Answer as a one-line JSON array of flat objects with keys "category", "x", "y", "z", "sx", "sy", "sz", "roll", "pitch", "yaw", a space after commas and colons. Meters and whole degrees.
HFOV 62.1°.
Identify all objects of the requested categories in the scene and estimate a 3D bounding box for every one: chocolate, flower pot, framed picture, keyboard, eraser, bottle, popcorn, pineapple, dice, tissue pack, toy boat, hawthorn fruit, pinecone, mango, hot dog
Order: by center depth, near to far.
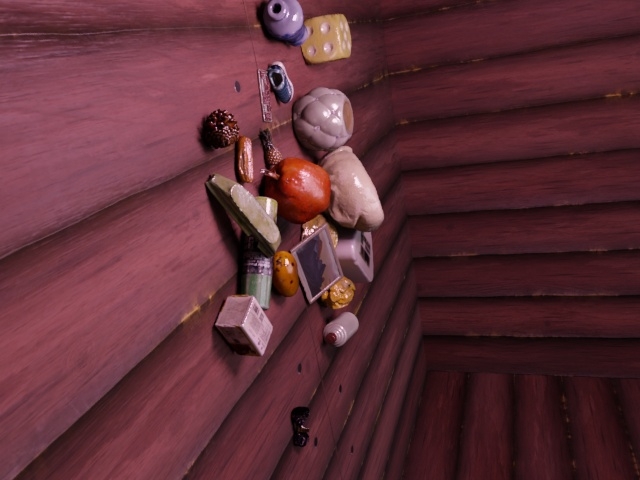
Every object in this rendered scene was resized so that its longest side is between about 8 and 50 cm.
[{"category": "pinecone", "x": -0.263, "y": -0.298, "z": 1.426, "sx": 0.109, "sy": 0.102, "sz": 0.102, "roll": -87, "pitch": 161, "yaw": -44}, {"category": "tissue pack", "x": -0.210, "y": 0.236, "z": 1.471, "sx": 0.149, "sy": 0.099, "sz": 0.106, "roll": 67, "pitch": 31, "yaw": -42}, {"category": "toy boat", "x": -0.200, "y": -0.071, "z": 1.473, "sx": 0.293, "sy": 0.055, "sz": 0.093, "roll": 51, "pitch": 47, "yaw": -28}, {"category": "bottle", "x": -0.184, "y": 0.039, "z": 1.578, "sx": 0.093, "sy": 0.093, "sz": 0.330, "roll": 35, "pitch": 55, "yaw": -64}, {"category": "hot dog", "x": -0.227, "y": -0.242, "z": 1.582, "sx": 0.062, "sy": 0.038, "sz": 0.144, "roll": -2, "pitch": 87, "yaw": -66}, {"category": "hawthorn fruit", "x": -0.091, "y": -0.176, "z": 1.718, "sx": 0.299, "sy": 0.211, "sz": 0.211, "roll": 31, "pitch": 58, "yaw": -47}, {"category": "pineapple", "x": -0.161, "y": -0.309, "z": 1.739, "sx": 0.058, "sy": 0.058, "sz": 0.124, "roll": -53, "pitch": 135, "yaw": -59}, {"category": "mango", "x": -0.116, "y": 0.118, "z": 1.759, "sx": 0.115, "sy": 0.090, "sz": 0.178, "roll": -75, "pitch": 162, "yaw": -55}, {"category": "keyboard", "x": -0.182, "y": -0.478, "z": 1.760, "sx": 0.055, "sy": 0.017, "sz": 0.166, "roll": -27, "pitch": 112, "yaw": -67}, {"category": "chocolate", "x": -0.063, "y": 0.656, "z": 1.856, "sx": 0.072, "sy": 0.070, "sz": 0.147, "roll": -18, "pitch": 105, "yaw": -40}, {"category": "framed picture", "x": -0.012, "y": 0.091, "z": 1.994, "sx": 0.192, "sy": 0.018, "sz": 0.266, "roll": -39, "pitch": 130, "yaw": -26}, {"category": "flower pot", "x": 0.015, "y": -0.459, "z": 2.024, "sx": 0.246, "sy": 0.195, "sz": 0.246, "roll": -4, "pitch": 90, "yaw": -70}, {"category": "dice", "x": 0.022, "y": -0.804, "z": 2.131, "sx": 0.169, "sy": 0.166, "sz": 0.170, "roll": -46, "pitch": 130, "yaw": -63}, {"category": "popcorn", "x": 0.064, "y": 0.206, "z": 2.152, "sx": 0.167, "sy": 0.152, "sz": 0.148, "roll": 0, "pitch": 51, "yaw": -46}, {"category": "bottle", "x": 0.078, "y": 0.374, "z": 2.203, "sx": 0.245, "sy": 0.104, "sz": 0.104, "roll": -18, "pitch": 104, "yaw": -68}, {"category": "eraser", "x": 0.121, "y": 0.035, "z": 2.302, "sx": 0.331, "sy": 0.149, "sz": 0.332, "roll": -3, "pitch": 90, "yaw": -67}]

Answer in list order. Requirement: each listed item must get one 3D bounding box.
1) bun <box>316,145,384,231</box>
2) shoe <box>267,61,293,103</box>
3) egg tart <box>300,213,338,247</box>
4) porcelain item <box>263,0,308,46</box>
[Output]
[{"category": "bun", "x": 0.099, "y": -0.181, "z": 2.126, "sx": 0.365, "sy": 0.219, "sz": 0.365, "roll": 154, "pitch": -90, "yaw": -89}, {"category": "shoe", "x": -0.138, "y": -0.535, "z": 1.819, "sx": 0.071, "sy": 0.063, "sz": 0.143, "roll": -67, "pitch": 144, "yaw": -51}, {"category": "egg tart", "x": 0.000, "y": 0.000, "z": 2.075, "sx": 0.252, "sy": 0.098, "sz": 0.232, "roll": -60, "pitch": 138, "yaw": -49}, {"category": "porcelain item", "x": -0.114, "y": -0.750, "z": 1.828, "sx": 0.259, "sy": 0.141, "sz": 0.141, "roll": -17, "pitch": 103, "yaw": -76}]
